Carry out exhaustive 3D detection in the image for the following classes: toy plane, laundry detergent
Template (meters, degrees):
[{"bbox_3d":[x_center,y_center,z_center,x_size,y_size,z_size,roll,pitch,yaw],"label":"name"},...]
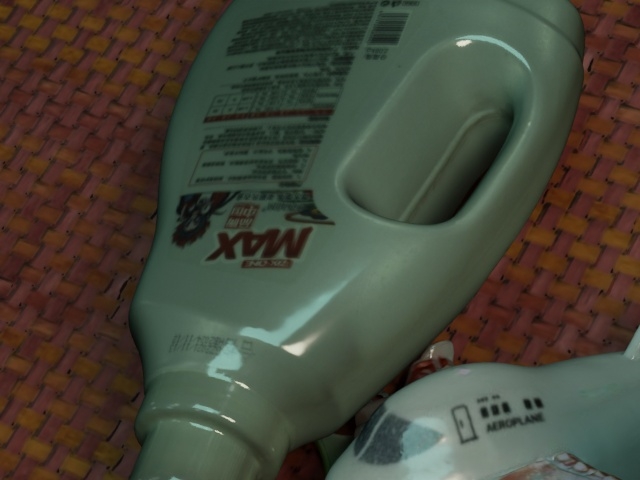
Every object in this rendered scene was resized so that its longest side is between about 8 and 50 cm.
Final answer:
[{"bbox_3d":[0.117,0.113,1.009,0.252,0.118,0.252,-11,20,4],"label":"toy plane"},{"bbox_3d":[0.000,0.000,1.074,0.264,0.125,0.398,1,48,25],"label":"laundry detergent"}]

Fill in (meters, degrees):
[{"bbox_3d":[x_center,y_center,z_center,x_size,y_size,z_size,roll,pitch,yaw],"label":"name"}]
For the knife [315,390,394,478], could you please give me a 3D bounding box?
[{"bbox_3d":[0.015,0.163,1.079,0.078,0.022,0.166,3,59,1],"label":"knife"}]
